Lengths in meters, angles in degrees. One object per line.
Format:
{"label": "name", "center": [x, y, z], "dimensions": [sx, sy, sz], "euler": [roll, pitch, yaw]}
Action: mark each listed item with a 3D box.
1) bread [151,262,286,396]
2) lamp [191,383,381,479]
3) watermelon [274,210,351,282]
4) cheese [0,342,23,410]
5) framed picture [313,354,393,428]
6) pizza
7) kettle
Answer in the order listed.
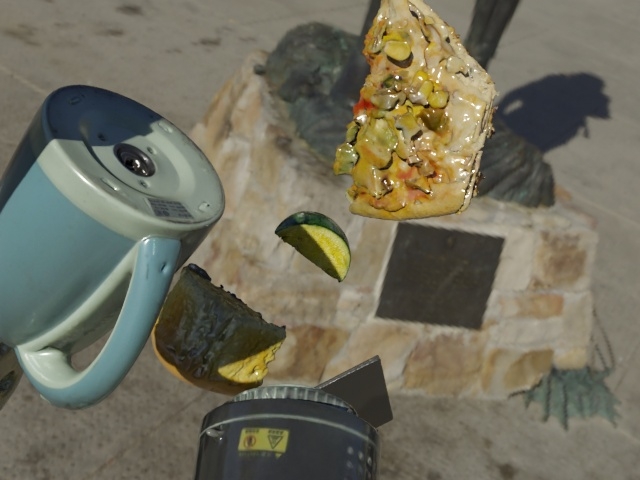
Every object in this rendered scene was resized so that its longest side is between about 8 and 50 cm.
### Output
{"label": "bread", "center": [-0.218, 0.193, 1.744], "dimensions": [0.262, 0.204, 0.162], "euler": [31, 11, 10]}
{"label": "lamp", "center": [-0.046, 0.286, 0.938], "dimensions": [0.205, 0.272, 0.374], "euler": [-13, -19, 24]}
{"label": "watermelon", "center": [0.002, -0.008, 1.792], "dimensions": [0.181, 0.092, 0.075], "euler": [35, 30, -24]}
{"label": "cheese", "center": [-0.729, 0.237, 1.895], "dimensions": [0.130, 0.351, 0.328], "euler": [29, -1, 10]}
{"label": "framed picture", "center": [0.024, 0.361, 1.848], "dimensions": [0.255, 0.338, 0.014], "euler": [-26, 58, -6]}
{"label": "pizza", "center": [0.087, -0.121, 0.835], "dimensions": [0.147, 0.226, 0.069], "euler": [20, 17, 28]}
{"label": "kettle", "center": [-0.300, 0.036, 1.127], "dimensions": [0.247, 0.342, 0.319], "euler": [14, 36, -45]}
